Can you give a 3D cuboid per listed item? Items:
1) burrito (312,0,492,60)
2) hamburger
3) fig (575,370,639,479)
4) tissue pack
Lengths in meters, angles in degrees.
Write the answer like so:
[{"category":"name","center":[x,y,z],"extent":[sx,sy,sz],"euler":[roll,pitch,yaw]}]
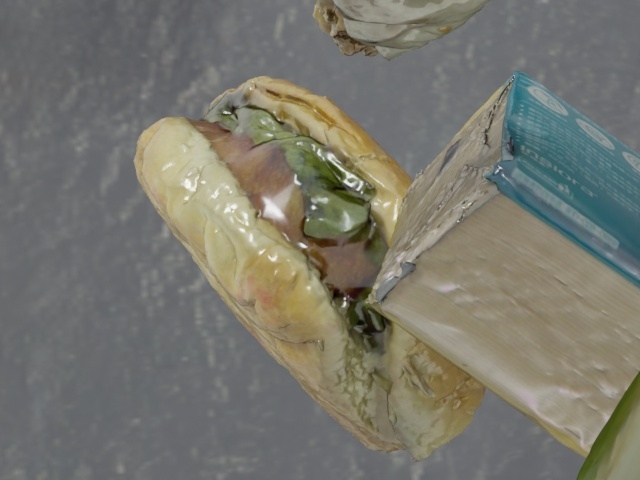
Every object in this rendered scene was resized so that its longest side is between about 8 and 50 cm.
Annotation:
[{"category":"burrito","center":[0.099,-0.179,0.740],"extent":[0.392,0.117,0.076],"euler":[-33,65,51]},{"category":"hamburger","center":[-0.002,0.001,1.270],"extent":[0.162,0.209,0.330],"euler":[-35,73,-7]},{"category":"fig","center":[0.200,0.154,0.486],"extent":[0.316,0.316,0.316],"euler":[-1,89,33]},{"category":"tissue pack","center":[0.175,0.042,1.005],"extent":[0.271,0.192,0.134],"euler":[36,113,-5]}]
